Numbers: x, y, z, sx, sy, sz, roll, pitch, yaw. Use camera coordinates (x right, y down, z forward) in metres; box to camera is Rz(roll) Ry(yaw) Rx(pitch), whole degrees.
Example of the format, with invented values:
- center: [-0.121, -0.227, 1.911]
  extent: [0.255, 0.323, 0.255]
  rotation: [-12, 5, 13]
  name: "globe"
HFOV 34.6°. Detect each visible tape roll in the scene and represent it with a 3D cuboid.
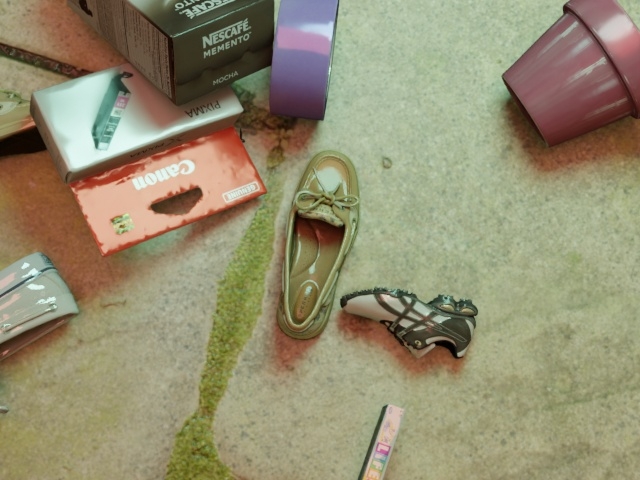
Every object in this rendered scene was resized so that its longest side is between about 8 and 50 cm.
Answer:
- center: [-0.022, -0.270, 1.478]
  extent: [0.080, 0.189, 0.188]
  rotation: [7, 79, 2]
  name: "tape roll"

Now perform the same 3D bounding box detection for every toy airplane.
- center: [-0.187, -0.141, 1.532]
  extent: [0.151, 0.028, 0.151]
  rotation: [0, 77, 0]
  name: "toy airplane"

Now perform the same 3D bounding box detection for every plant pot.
- center: [0.372, -0.235, 1.486]
  extent: [0.180, 0.201, 0.201]
  rotation: [-34, 81, 9]
  name: "plant pot"

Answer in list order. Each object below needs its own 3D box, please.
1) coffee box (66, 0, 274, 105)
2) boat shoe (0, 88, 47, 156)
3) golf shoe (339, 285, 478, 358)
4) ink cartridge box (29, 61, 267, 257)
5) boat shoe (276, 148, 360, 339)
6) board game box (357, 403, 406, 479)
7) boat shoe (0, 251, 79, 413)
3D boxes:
- center: [-0.217, -0.335, 1.447]
  extent: [0.168, 0.118, 0.297]
  rotation: [-29, 54, -28]
  name: "coffee box"
- center: [-0.469, -0.176, 1.499]
  extent: [0.302, 0.109, 0.098]
  rotation: [-18, 80, 1]
  name: "boat shoe"
- center: [0.123, 0.119, 1.461]
  extent: [0.198, 0.077, 0.093]
  rotation: [8, 79, 2]
  name: "golf shoe"
- center: [-0.233, -0.136, 1.448]
  extent: [0.275, 0.060, 0.238]
  rotation: [-23, 80, -26]
  name: "ink cartridge box"
- center: [0.000, 0.000, 1.475]
  extent: [0.105, 0.089, 0.285]
  rotation: [8, 78, 1]
  name: "boat shoe"
- center: [0.076, 0.303, 1.410]
  extent: [0.026, 0.103, 0.154]
  rotation: [20, 80, 3]
  name: "board game box"
- center: [-0.493, 0.182, 1.423]
  extent: [0.367, 0.136, 0.156]
  rotation: [-36, 84, -17]
  name: "boat shoe"
